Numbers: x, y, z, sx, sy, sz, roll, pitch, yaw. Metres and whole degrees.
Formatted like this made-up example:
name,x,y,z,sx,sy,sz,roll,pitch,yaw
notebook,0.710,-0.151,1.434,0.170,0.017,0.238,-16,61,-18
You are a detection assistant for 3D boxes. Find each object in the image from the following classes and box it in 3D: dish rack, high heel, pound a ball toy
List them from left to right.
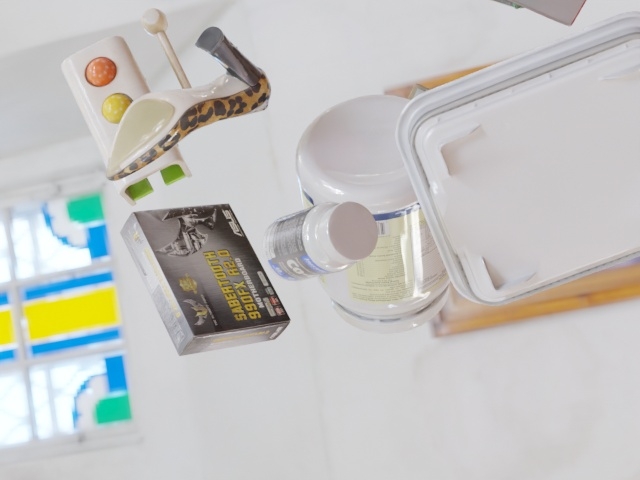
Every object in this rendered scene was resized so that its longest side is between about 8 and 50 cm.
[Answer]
name,x,y,z,sx,sy,sz,roll,pitch,yaw
pound a ball toy,-0.319,-0.253,2.261,0.319,0.208,0.136,63,180,18
high heel,-0.178,-0.157,1.815,0.093,0.261,0.186,39,178,34
dish rack,0.276,-0.076,1.456,0.072,0.333,0.285,-91,-21,-67

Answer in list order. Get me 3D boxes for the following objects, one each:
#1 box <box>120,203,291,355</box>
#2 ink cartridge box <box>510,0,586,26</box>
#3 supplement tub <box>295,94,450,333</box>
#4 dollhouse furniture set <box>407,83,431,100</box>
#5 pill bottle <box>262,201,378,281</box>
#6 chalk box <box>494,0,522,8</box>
name,x,y,z,sx,sy,sz,roll,pitch,yaw
box,-0.173,0.054,1.929,0.183,0.056,0.231,-5,-124,-41
ink cartridge box,0.260,-0.375,1.614,0.127,0.128,0.176,15,-157,-30
supplement tub,0.093,-0.034,1.972,0.325,0.235,0.235,81,-171,-46
dollhouse furniture set,0.152,-0.116,2.314,0.197,0.151,0.301,115,179,-56
pill bottle,0.000,0.000,1.415,0.078,0.137,0.078,6,-101,-30
chalk box,0.378,-0.520,2.275,0.289,0.179,0.180,37,136,57
